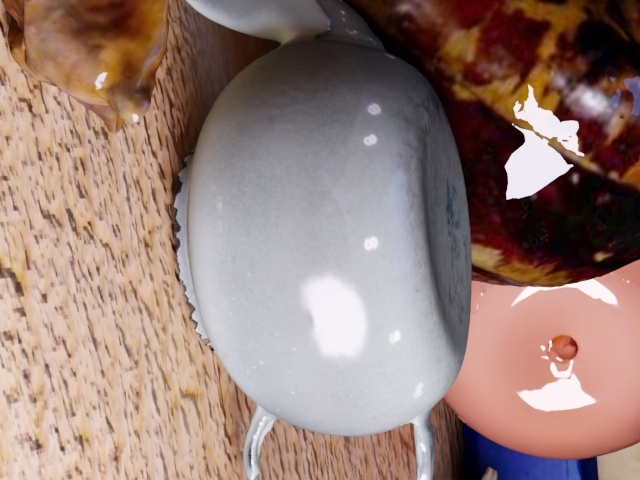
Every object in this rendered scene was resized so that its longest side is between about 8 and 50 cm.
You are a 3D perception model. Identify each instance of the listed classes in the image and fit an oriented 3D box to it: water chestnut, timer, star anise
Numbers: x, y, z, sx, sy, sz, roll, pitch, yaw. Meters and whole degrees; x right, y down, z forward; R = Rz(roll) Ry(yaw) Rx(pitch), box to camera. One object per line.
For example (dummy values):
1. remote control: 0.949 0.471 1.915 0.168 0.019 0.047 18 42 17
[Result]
1. water chestnut: 0.124 -0.118 1.146 0.300 0.300 0.300 -8 90 -75
2. timer: 0.171 0.034 1.379 0.215 0.229 0.230 -71 150 -68
3. star anise: -0.084 -0.142 0.746 0.196 0.111 0.212 -30 119 -68

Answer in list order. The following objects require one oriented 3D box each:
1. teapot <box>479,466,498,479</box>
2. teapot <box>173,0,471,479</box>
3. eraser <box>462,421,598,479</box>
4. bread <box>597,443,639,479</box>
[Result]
1. teapot: 0.108 0.217 1.357 0.076 0.068 0.121 41 44 -68
2. teapot: 0.000 0.000 0.961 0.193 0.129 0.294 -1 86 -75
3. eraser: 0.169 0.274 1.493 0.155 0.101 0.332 54 32 -64
4. bread: 0.335 0.302 1.727 0.371 0.279 0.390 58 32 -66
